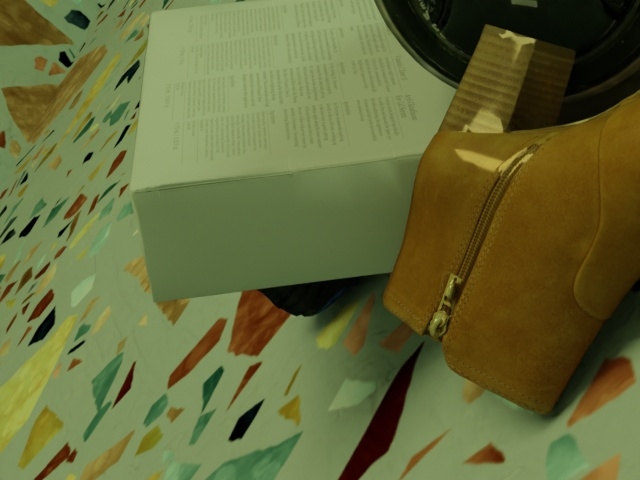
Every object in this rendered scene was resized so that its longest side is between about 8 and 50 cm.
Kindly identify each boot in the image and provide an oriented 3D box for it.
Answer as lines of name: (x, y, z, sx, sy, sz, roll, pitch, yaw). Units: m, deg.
boot: (0.170, 0.007, 0.894, 0.295, 0.104, 0.211, 25, 104, 43)

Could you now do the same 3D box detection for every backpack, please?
backpack: (0.000, 0.000, 1.271, 0.120, 0.098, 0.101, -50, -3, 31)

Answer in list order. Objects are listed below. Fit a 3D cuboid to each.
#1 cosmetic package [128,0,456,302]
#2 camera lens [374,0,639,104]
cosmetic package: (0.009, -0.095, 1.179, 0.284, 0.097, 0.377, -9, 27, 1)
camera lens: (0.158, -0.231, 1.077, 0.219, 0.219, 0.274, -41, 9, 27)
